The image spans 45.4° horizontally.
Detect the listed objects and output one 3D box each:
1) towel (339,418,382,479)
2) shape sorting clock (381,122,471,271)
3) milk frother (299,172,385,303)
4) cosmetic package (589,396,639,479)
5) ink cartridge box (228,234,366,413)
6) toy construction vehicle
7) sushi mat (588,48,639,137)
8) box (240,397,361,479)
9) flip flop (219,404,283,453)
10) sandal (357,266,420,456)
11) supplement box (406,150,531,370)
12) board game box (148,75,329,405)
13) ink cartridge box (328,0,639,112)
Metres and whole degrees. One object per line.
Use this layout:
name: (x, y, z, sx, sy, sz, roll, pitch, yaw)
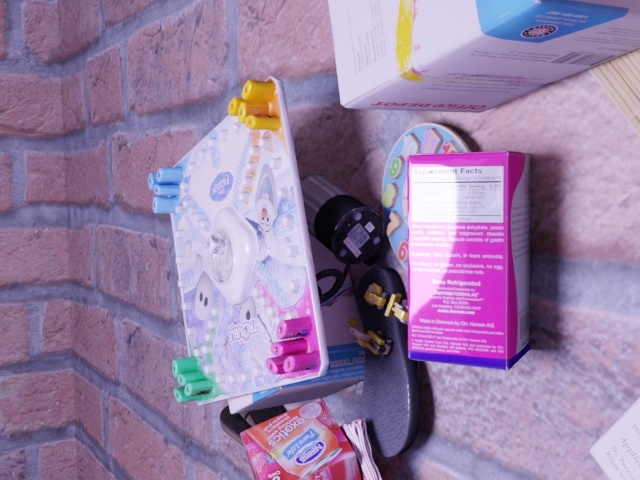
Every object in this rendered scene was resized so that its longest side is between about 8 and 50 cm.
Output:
towel: (0.062, 0.330, 1.069, 0.197, 0.029, 0.144, 105, 143, -68)
shape sorting clock: (0.135, -0.044, 0.962, 0.206, 0.040, 0.206, 8, 100, 58)
milk frother: (0.000, 0.000, 1.065, 0.134, 0.143, 0.129, 39, 155, 51)
cosmetic package: (0.378, 0.100, 0.479, 0.217, 0.156, 0.385, 60, 139, 35)
ink cartridge box: (-0.053, 0.120, 1.160, 0.171, 0.168, 0.233, -38, 61, 52)
toy construction vehicle: (0.076, 0.103, 1.008, 0.098, 0.035, 0.086, 40, 113, 49)
sushi mat: (0.297, -0.211, 0.702, 0.151, 0.019, 0.317, -58, 46, 45)
box: (-0.012, 0.367, 1.073, 0.123, 0.128, 0.257, -129, 23, -53)
flip flop: (-0.083, 0.353, 1.314, 0.277, 0.112, 0.080, 30, 133, 47)
sandal: (0.103, 0.161, 1.037, 0.097, 0.054, 0.255, -20, 66, 50)
supplement box: (0.162, 0.015, 0.823, 0.113, 0.111, 0.220, 3, 95, 27)
board game box: (-0.140, 0.023, 1.088, 0.390, 0.050, 0.390, -27, 69, 54)
ink cartridge box: (0.157, -0.251, 0.720, 0.270, 0.198, 0.197, -16, 80, 58)
